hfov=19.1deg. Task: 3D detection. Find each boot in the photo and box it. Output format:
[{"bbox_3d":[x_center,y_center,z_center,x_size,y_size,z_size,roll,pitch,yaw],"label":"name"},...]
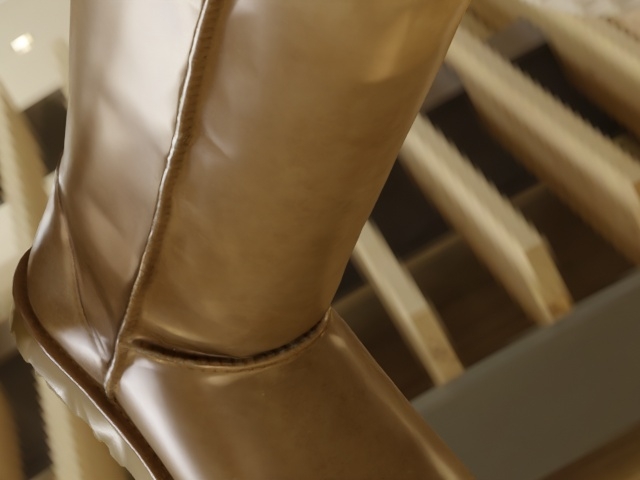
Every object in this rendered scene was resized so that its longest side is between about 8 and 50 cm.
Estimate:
[{"bbox_3d":[0.000,0.000,0.561,0.089,0.236,0.269,-43,163,-37],"label":"boot"}]
